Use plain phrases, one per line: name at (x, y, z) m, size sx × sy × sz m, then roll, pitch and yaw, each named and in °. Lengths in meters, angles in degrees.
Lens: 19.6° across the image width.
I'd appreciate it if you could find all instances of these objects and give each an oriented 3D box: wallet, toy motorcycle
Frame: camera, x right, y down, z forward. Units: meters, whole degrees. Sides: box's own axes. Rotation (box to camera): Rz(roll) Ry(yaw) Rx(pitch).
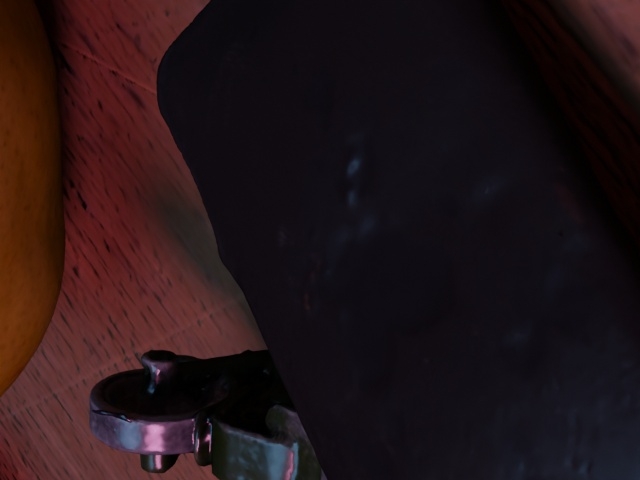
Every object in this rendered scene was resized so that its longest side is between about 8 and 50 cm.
wallet at (0.050, 0.021, 0.802) m, size 0.197 × 0.051 × 0.377 m, roll -43°, pitch 62°, yaw 35°
toy motorcycle at (0.010, 0.159, 0.949) m, size 0.275 × 0.127 × 0.205 m, roll 16°, pitch 113°, yaw 32°

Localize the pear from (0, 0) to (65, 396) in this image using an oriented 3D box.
pear at (-0.320, -0.064, 1.021) m, size 0.362 × 0.362 × 0.418 m, roll 4°, pitch 140°, yaw 47°
